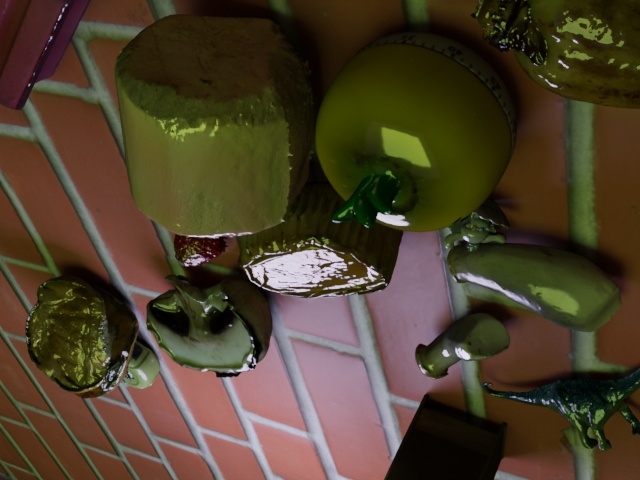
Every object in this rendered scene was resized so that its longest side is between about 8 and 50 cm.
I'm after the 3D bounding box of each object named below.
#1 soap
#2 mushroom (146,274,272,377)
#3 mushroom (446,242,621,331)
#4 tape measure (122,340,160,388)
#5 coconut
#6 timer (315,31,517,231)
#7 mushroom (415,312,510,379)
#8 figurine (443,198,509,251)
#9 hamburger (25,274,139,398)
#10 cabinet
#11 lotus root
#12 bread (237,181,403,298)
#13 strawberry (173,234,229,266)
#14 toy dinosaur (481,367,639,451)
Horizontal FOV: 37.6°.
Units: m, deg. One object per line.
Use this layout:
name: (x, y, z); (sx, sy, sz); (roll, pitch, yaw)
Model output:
soap: (-0.507, -0.386, 1.492); (0.233, 0.128, 0.359); (39, 145, -11)
mushroom: (-0.216, 0.157, 1.927); (0.344, 0.130, 0.247); (-26, 99, 49)
mushroom: (0.310, 0.052, 1.409); (0.270, 0.103, 0.118); (21, 157, 27)
tape measure: (-0.473, 0.301, 2.321); (0.154, 0.087, 0.177); (8, 140, 31)
coconut: (-0.147, -0.150, 1.362); (0.298, 0.297, 0.309); (21, 140, 17)
timer: (0.103, -0.110, 1.225); (0.285, 0.285, 0.285); (21, 143, 17)
mushroom: (0.238, 0.183, 1.628); (0.081, 0.092, 0.223); (24, 155, -16)
figurine: (0.233, -0.019, 1.394); (0.094, 0.082, 0.086); (23, 122, -9)
hamburger: (-0.558, 0.226, 2.201); (0.265, 0.134, 0.284); (31, 106, 21)
cabinet: (0.244, 0.449, 1.830); (0.175, 0.215, 0.148); (16, 143, 21)
lotus root: (0.324, -0.227, 1.026); (0.314, 0.141, 0.169); (17, 146, 7)
bread: (0.000, 0.000, 1.512); (0.253, 0.142, 0.227); (-9, 144, 31)
strawberry: (-0.231, 0.003, 1.771); (0.106, 0.106, 0.106); (21, 143, 17)
toy dinosaur: (0.445, 0.277, 1.592); (0.363, 0.076, 0.147); (-15, 103, 45)
